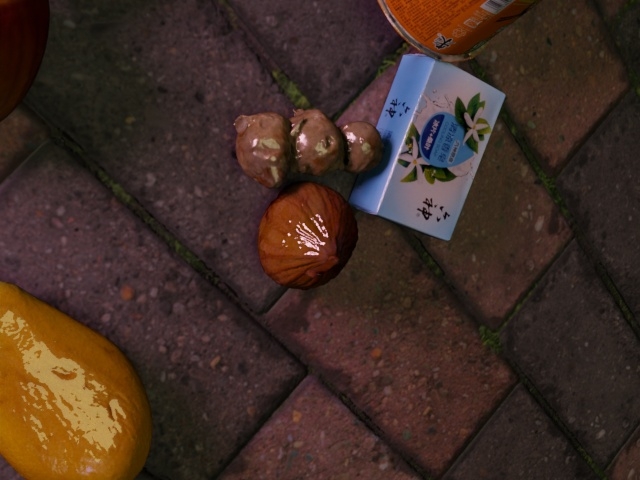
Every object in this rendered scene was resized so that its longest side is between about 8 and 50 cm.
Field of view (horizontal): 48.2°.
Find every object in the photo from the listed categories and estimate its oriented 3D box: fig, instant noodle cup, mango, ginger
[{"bbox_3d":[0.000,0.000,0.911,0.133,0.201,0.146,4,96,-21],"label":"fig"},{"bbox_3d":[0.200,-0.363,0.889,0.230,0.182,0.230,5,79,-29],"label":"instant noodle cup"},{"bbox_3d":[-0.305,0.185,0.837,0.176,0.119,0.317,-33,113,-8],"label":"mango"},{"bbox_3d":[-0.012,-0.121,0.932,0.204,0.080,0.104,-8,75,-28],"label":"ginger"}]

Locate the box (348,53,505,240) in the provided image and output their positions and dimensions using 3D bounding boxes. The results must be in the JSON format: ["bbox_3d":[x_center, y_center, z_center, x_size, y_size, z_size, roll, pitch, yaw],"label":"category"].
[{"bbox_3d":[0.153,-0.131,1.025,0.142,0.083,0.232,18,93,-32],"label":"box"}]

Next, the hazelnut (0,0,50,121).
[{"bbox_3d":[-0.373,-0.199,0.671,0.212,0.180,0.181,14,68,-33],"label":"hazelnut"}]
